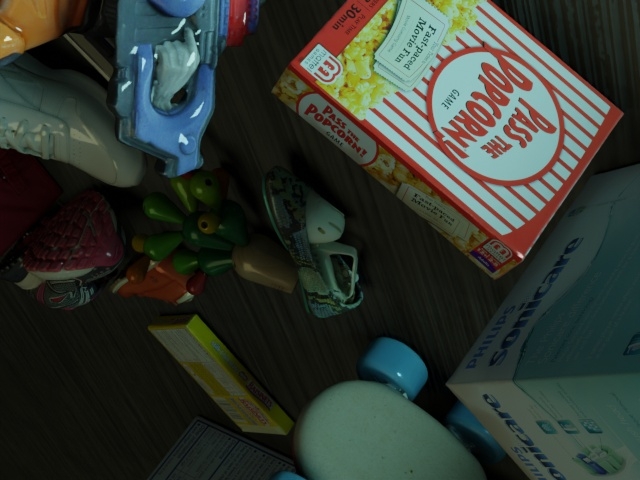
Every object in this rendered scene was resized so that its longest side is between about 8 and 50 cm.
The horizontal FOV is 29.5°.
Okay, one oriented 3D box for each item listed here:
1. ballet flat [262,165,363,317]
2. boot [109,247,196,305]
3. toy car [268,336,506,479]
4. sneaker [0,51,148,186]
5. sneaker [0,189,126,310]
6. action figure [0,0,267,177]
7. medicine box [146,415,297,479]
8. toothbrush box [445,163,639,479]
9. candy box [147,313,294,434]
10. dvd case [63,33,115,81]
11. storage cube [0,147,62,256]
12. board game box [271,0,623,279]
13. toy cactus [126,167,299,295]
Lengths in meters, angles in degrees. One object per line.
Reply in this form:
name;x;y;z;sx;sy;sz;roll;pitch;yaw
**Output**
ballet flat;0.000;0.000;1.148;0.070;0.070;0.188;19;148;33
boot;-0.195;0.051;1.446;0.084;0.059;0.158;41;151;-14
toy car;0.064;0.267;1.280;0.210;0.219;0.238;32;152;14
sneaker;-0.318;-0.125;1.232;0.305;0.152;0.114;32;149;10
sneaker;-0.290;0.021;1.459;0.112;0.121;0.299;40;160;-18
action figure;-0.162;-0.228;0.803;0.178;0.330;0.341;34;116;56
medicine box;-0.125;0.428;1.686;0.289;0.263;0.149;19;146;34
toothbrush box;0.252;0.044;0.737;0.126;0.216;0.295;49;150;-17
candy box;-0.129;0.175;1.575;0.105;0.027;0.206;-10;126;52
dvd case;-0.209;-0.231;0.954;0.029;0.179;0.239;-38;104;19
storage cube;-0.470;-0.060;1.462;0.215;0.193;0.184;3;135;49
board game box;0.087;-0.091;0.808;0.193;0.147;0.045;39;152;-2
toy cactus;-0.105;0.004;1.240;0.180;0.112;0.219;27;142;2
